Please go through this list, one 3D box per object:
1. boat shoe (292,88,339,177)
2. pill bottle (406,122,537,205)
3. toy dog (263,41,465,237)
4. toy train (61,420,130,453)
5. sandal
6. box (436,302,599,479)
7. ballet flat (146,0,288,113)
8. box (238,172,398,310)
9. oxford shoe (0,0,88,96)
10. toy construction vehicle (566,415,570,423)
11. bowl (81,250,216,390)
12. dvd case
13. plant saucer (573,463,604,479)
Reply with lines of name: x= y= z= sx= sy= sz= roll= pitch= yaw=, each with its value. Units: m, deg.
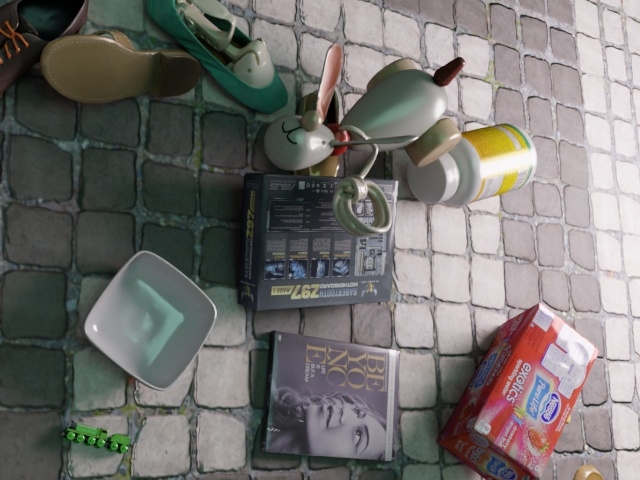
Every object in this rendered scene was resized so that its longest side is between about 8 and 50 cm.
boat shoe: x=0.001 y=-0.136 z=1.193 sx=0.068 sy=0.072 sz=0.190 roll=4 pitch=77 yaw=-33
pill bottle: x=0.246 y=-0.121 z=1.328 sx=0.208 sy=0.117 sz=0.118 roll=-16 pitch=89 yaw=-35
toy dog: x=0.089 y=-0.179 z=1.111 sx=0.220 sy=0.161 sz=0.334 roll=41 pitch=44 yaw=-1
toy train: x=-0.266 y=0.234 z=0.963 sx=0.083 sy=0.017 sz=0.024 roll=23 pitch=57 yaw=-28
sandal: x=-0.270 y=-0.231 z=1.042 sx=0.079 sy=0.088 sz=0.240 roll=39 pitch=28 yaw=31
box: x=0.310 y=0.242 z=1.267 sx=0.128 sy=0.122 sz=0.257 roll=38 pitch=59 yaw=-1
ballet flat: x=-0.129 y=-0.269 z=1.128 sx=0.247 sy=0.087 sz=0.083 roll=38 pitch=61 yaw=-21
box: x=0.000 y=0.000 z=1.142 sx=0.232 sy=0.059 sz=0.183 roll=-1 pitch=97 yaw=-34
oxford shoe: x=-0.380 y=-0.225 z=0.941 sx=0.097 sy=0.098 sz=0.271 roll=48 pitch=58 yaw=-16
toy construction vehicle: x=0.410 y=0.260 z=1.399 sx=0.086 sy=0.035 sz=0.098 roll=31 pitch=64 yaw=-25
bowl: x=-0.215 y=0.101 z=1.006 sx=0.142 sy=0.053 sz=0.142 roll=42 pitch=60 yaw=-18
dvd case: x=0.021 y=0.225 z=1.157 sx=0.221 sy=0.018 sz=0.165 roll=14 pitch=72 yaw=-31
plant saucer: x=0.474 y=0.434 z=1.415 sx=0.083 sy=0.015 sz=0.083 roll=8 pitch=75 yaw=-32
